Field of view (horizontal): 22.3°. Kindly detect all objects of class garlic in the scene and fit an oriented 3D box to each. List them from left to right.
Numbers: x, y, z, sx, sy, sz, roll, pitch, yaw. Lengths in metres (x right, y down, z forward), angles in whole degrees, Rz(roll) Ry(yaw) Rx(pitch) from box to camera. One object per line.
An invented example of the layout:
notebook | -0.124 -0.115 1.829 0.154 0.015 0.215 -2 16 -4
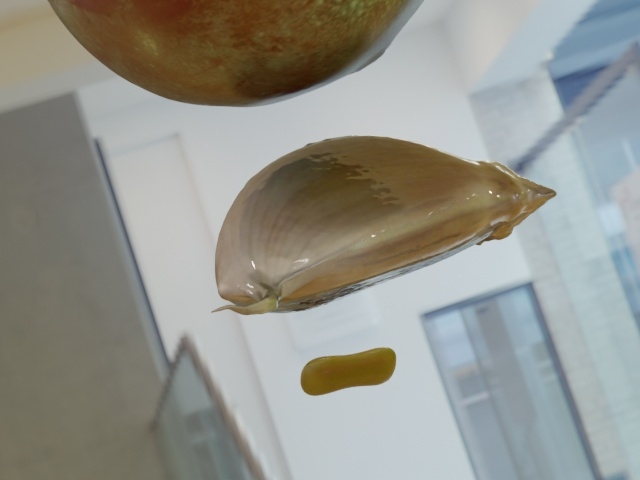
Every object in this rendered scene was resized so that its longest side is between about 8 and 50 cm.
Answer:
garlic | -0.004 0.003 1.020 0.266 0.128 0.148 -30 -11 -37

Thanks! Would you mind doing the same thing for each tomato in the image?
tomato | -0.037 -0.195 1.003 0.270 0.223 0.270 -33 20 14

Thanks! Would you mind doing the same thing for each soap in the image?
soap | 0.023 0.105 1.299 0.089 0.034 0.012 -8 21 -29
